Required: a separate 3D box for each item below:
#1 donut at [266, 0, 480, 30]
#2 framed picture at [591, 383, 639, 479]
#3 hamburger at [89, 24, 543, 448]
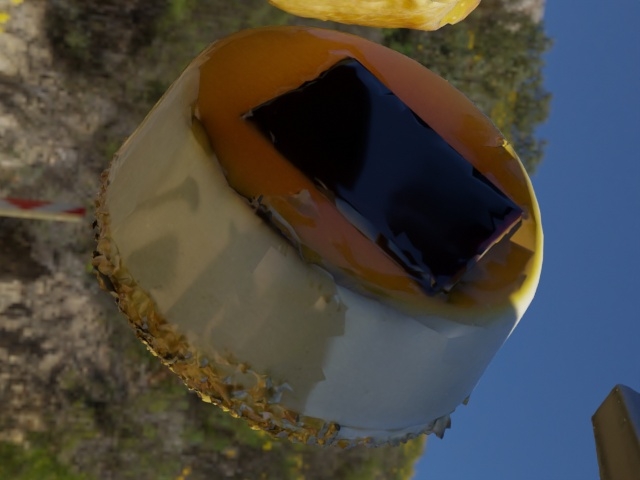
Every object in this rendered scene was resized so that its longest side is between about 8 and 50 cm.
[{"bbox_3d":[0.026,-0.273,0.618,0.299,0.150,0.317,60,28,-77],"label":"donut"},{"bbox_3d":[0.282,0.197,0.329,0.028,0.446,0.326,-59,171,9],"label":"framed picture"},{"bbox_3d":[0.000,0.000,0.717,0.294,0.276,0.179,-40,167,-50],"label":"hamburger"}]
